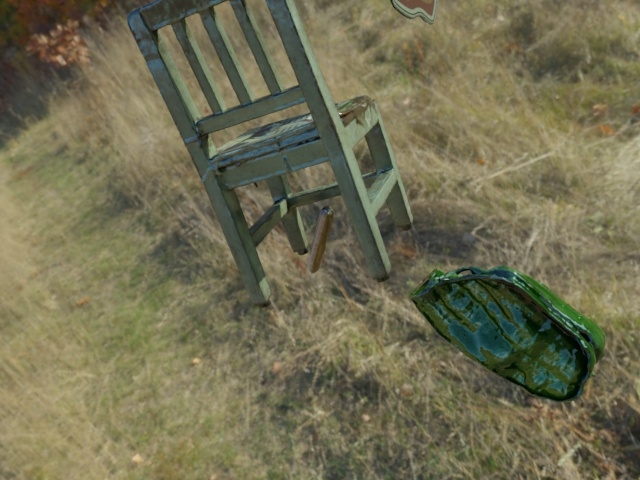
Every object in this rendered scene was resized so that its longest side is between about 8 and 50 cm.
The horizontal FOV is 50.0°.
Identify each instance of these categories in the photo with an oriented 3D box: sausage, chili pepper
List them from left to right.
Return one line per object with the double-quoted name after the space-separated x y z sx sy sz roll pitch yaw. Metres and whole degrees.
0.000 0.000 0.680 0.015 0.100 0.015 7 48 -7 "sausage"
0.375 0.156 1.366 0.213 0.385 0.167 -63 -10 24 "chili pepper"

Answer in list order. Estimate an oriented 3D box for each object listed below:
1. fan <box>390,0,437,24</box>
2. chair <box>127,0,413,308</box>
0.108 -0.288 0.705 0.009 0.132 0.220 -3 11 32 "fan"
-0.028 -0.096 0.602 0.136 0.270 0.147 -15 18 23 "chair"
